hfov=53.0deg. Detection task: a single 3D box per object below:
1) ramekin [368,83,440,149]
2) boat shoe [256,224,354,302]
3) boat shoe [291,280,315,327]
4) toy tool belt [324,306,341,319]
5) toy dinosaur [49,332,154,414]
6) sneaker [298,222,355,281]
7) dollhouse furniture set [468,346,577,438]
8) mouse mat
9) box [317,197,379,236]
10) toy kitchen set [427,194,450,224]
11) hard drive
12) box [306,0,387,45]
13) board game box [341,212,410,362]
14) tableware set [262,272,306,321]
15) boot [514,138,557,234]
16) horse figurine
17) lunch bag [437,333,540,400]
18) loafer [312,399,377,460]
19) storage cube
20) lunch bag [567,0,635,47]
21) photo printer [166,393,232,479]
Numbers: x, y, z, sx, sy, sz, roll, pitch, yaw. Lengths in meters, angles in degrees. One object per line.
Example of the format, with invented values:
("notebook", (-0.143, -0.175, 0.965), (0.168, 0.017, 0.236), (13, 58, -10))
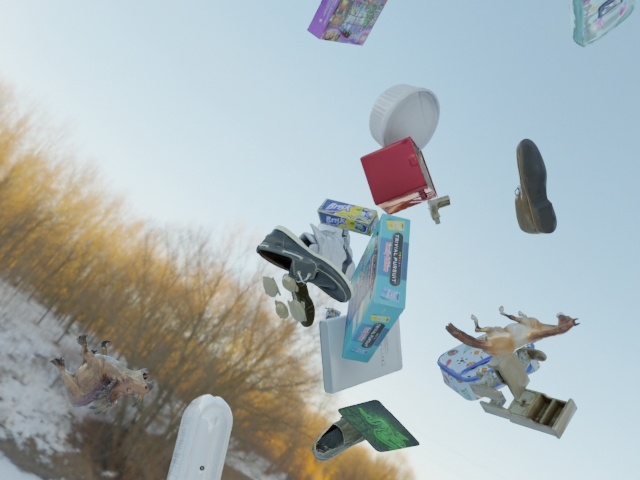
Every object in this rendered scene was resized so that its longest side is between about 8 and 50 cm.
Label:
("ramekin", (0.296, -0.442, 2.334), (0.127, 0.273, 0.273), (40, -10, 41))
("boat shoe", (-0.032, 0.064, 1.354), (0.233, 0.079, 0.084), (36, -35, 16))
("boat shoe", (-0.053, 0.177, 1.876), (0.049, 0.056, 0.152), (-169, -111, -75))
("toy tool belt", (0.031, 0.234, 1.986), (0.051, 0.052, 0.083), (35, 13, -6))
("toy dinosaur", (-0.566, 0.357, 1.596), (0.127, 0.295, 0.201), (5, 57, -53))
("sneaker", (0.000, 0.000, 2.276), (0.210, 0.137, 0.366), (37, 22, -29))
("dollhouse furniture set", (0.557, 0.396, 1.727), (0.161, 0.212, 0.242), (4, -46, 52))
("mouse mat", (0.152, 0.491, 1.688), (0.152, 0.007, 0.190), (-27, -67, 40))
("box", (0.077, -0.067, 1.812), (0.168, 0.059, 0.054), (15, -38, 29))
("toy kitchen set", (0.385, -0.111, 2.048), (0.083, 0.075, 0.068), (-106, 177, -46))
("hard drive", (0.125, 0.310, 1.874), (0.307, 0.203, 0.040), (-6, 2, -44))
("box", (0.095, -0.701, 1.946), (0.057, 0.201, 0.293), (40, 28, 16))
("board game box", (0.141, 0.132, 1.655), (0.079, 0.254, 0.336), (12, -34, -6))
("tableware set", (-0.100, 0.161, 1.798), (0.168, 0.020, 0.141), (-9, -79, 51))
("boot", (0.652, -0.166, 2.034), (0.115, 0.112, 0.306), (-7, -84, 62))
("horse figurine", (0.417, 0.203, 1.440), (0.174, 0.263, 0.066), (-142, -137, -66))
("lunch bag", (0.559, 0.403, 2.115), (0.115, 0.303, 0.243), (70, -14, -13))
("loafer", (0.082, 0.556, 1.864), (0.094, 0.251, 0.087), (51, -2, 20))
("storage cube", (0.275, -0.219, 2.241), (0.193, 0.215, 0.183), (-21, -16, 18))
("lunch bag", (0.615, -0.586, 1.401), (0.160, 0.263, 0.223), (19, -7, 25))
("photo printer", (-0.312, 0.549, 1.633), (0.107, 0.308, 0.256), (17, -21, -16))
